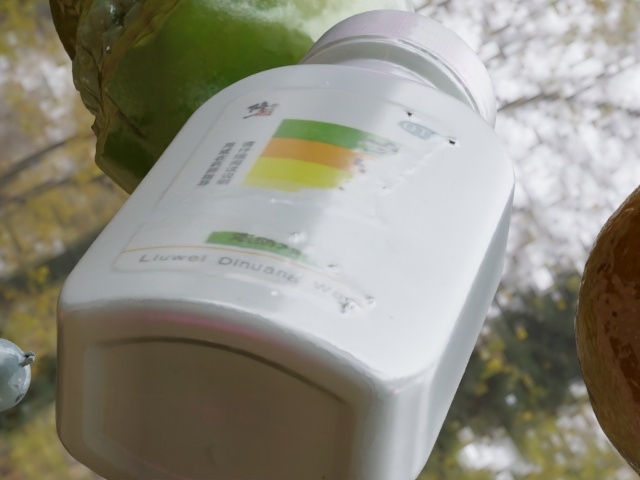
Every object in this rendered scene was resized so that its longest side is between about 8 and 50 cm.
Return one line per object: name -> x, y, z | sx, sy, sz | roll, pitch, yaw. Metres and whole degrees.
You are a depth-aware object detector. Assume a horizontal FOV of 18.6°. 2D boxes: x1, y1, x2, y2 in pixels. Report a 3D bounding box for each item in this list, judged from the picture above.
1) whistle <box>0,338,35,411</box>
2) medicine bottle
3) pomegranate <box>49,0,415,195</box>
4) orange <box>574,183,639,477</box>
whistle -> -0.173, 0.073, 0.906 | 0.035, 0.100, 0.035 | 52, 22, -32
medicine bottle -> 0.000, 0.000, 0.878 | 0.161, 0.296, 0.111 | 13, -59, 12
pomegranate -> -0.038, -0.146, 1.180 | 0.236, 0.236, 0.302 | 53, -41, 25
orange -> 0.277, 0.068, 1.171 | 0.264, 0.264, 0.264 | 51, -22, 30
